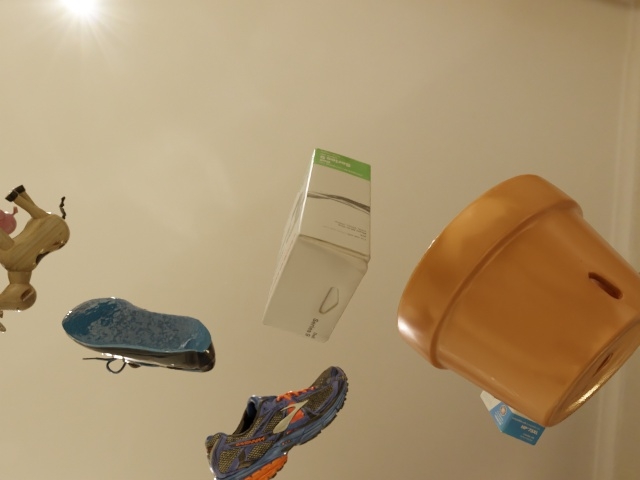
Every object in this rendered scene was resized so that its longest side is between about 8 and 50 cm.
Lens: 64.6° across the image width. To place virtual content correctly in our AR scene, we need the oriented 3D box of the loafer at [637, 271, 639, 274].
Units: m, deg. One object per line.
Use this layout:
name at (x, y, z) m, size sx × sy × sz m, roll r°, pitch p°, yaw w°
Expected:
loafer at (0.667, 0.106, 1.078) m, size 0.094 × 0.251 × 0.087 m, roll 2°, pitch -103°, yaw -55°

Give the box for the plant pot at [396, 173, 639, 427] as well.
plant pot at (0.274, 0.090, 0.644) m, size 0.291 × 0.291 × 0.203 m, roll -38°, pitch -128°, yaw -11°

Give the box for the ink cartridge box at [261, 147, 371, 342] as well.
ink cartridge box at (0.000, 0.000, 0.903) m, size 0.121 × 0.289 × 0.211 m, roll 18°, pitch -55°, yaw -7°

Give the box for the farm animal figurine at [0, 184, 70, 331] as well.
farm animal figurine at (-0.550, 0.095, 0.774) m, size 0.330 × 0.327 × 0.172 m, roll -28°, pitch -64°, yaw 16°

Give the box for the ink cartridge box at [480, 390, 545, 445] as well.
ink cartridge box at (0.418, 0.258, 0.989) m, size 0.078 × 0.134 × 0.231 m, roll 24°, pitch -77°, yaw -6°

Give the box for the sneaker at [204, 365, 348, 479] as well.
sneaker at (-0.049, 0.221, 0.636) m, size 0.221 × 0.083 × 0.087 m, roll -32°, pitch -98°, yaw -40°

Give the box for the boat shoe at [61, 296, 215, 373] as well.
boat shoe at (-0.275, 0.156, 0.751) m, size 0.258 × 0.089 × 0.109 m, roll 11°, pitch -134°, yaw 27°
